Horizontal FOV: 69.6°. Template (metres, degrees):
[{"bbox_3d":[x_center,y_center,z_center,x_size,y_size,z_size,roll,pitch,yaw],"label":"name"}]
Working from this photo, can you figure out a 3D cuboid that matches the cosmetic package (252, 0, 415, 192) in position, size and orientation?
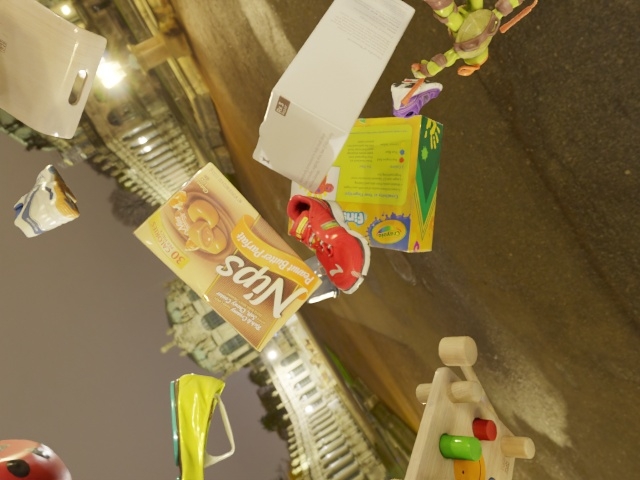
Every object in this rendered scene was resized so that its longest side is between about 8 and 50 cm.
[{"bbox_3d":[0.027,-0.316,0.926,0.156,0.385,0.217,28,153,-5],"label":"cosmetic package"}]

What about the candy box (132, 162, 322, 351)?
[{"bbox_3d":[-0.168,0.034,0.870,0.316,0.183,0.087,48,164,-18],"label":"candy box"}]

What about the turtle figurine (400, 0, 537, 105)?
[{"bbox_3d":[0.219,-0.332,0.723,0.217,0.269,0.087,33,-151,-53],"label":"turtle figurine"}]

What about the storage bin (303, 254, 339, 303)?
[{"bbox_3d":[-0.014,0.108,1.297,0.098,0.091,0.135,96,151,-68],"label":"storage bin"}]

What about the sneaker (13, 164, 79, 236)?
[{"bbox_3d":[-0.675,-0.098,1.112,0.296,0.131,0.112,31,151,57],"label":"sneaker"}]

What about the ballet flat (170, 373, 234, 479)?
[{"bbox_3d":[-0.137,0.266,0.530,0.077,0.077,0.231,111,156,-51],"label":"ballet flat"}]

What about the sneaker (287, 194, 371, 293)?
[{"bbox_3d":[0.000,0.000,0.879,0.118,0.107,0.279,17,-157,-30],"label":"sneaker"}]

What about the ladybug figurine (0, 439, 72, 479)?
[{"bbox_3d":[-0.649,0.498,0.908,0.449,0.305,0.162,-24,65,57],"label":"ladybug figurine"}]

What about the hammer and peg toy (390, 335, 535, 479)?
[{"bbox_3d":[0.280,0.364,0.837,0.266,0.361,0.127,47,140,-19],"label":"hammer and peg toy"}]

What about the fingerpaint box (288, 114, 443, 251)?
[{"bbox_3d":[0.126,-0.174,1.414,0.444,0.163,0.372,7,95,38],"label":"fingerpaint box"}]

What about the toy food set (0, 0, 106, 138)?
[{"bbox_3d":[-0.590,-0.376,0.909,0.306,0.220,0.092,33,-161,3],"label":"toy food set"}]

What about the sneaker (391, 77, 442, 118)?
[{"bbox_3d":[0.184,-0.282,0.916,0.068,0.170,0.071,23,125,30],"label":"sneaker"}]
